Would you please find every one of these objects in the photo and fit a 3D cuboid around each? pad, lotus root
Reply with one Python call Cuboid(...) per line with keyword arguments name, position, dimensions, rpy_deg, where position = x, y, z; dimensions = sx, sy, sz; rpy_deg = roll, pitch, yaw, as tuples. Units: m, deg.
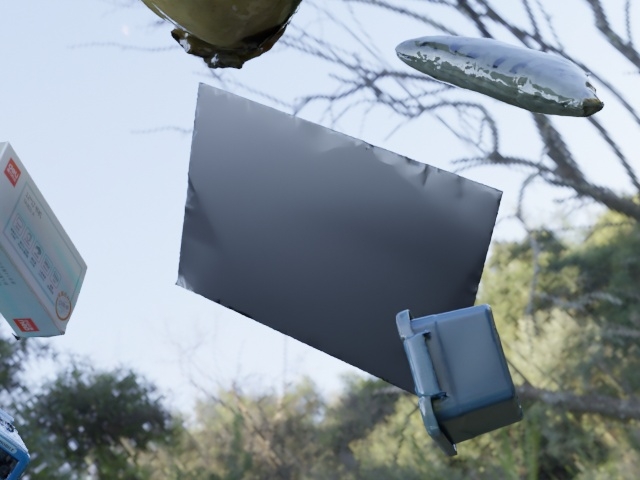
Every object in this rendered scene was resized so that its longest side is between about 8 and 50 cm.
Cuboid(name="pad", position=(0.000, 0.000, 1.125), dimensions=(0.007, 0.367, 0.248), rpy_deg=(-24, -49, -55))
Cuboid(name="lotus root", position=(-0.125, -0.278, 0.828), dimensions=(0.183, 0.183, 0.310), rpy_deg=(-45, -59, 7))

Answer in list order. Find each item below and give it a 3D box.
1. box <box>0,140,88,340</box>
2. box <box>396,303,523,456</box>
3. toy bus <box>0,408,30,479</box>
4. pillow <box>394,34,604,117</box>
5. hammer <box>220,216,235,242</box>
Cuboid(name="box", position=(-0.418, 0.007, 1.446), dimensions=(0.269, 0.079, 0.135), rpy_deg=(68, -156, -44))
Cuboid(name="box", position=(0.083, 0.078, 0.616), dimensions=(0.054, 0.074, 0.099), rpy_deg=(-19, -23, 7))
Cuboid(name="toy bus", position=(-0.490, 0.306, 1.499), dimensions=(0.134, 0.113, 0.246), rpy_deg=(-53, 15, -14))
Cuboid(name="pillow", position=(0.189, -0.172, 1.069), dimensions=(0.093, 0.241, 0.051), rpy_deg=(-29, -51, -38))
Cuboid(name="hammer", position=(0.033, -0.015, 1.261), dimensions=(0.137, 0.289, 0.037), rpy_deg=(-83, 1, -72))
